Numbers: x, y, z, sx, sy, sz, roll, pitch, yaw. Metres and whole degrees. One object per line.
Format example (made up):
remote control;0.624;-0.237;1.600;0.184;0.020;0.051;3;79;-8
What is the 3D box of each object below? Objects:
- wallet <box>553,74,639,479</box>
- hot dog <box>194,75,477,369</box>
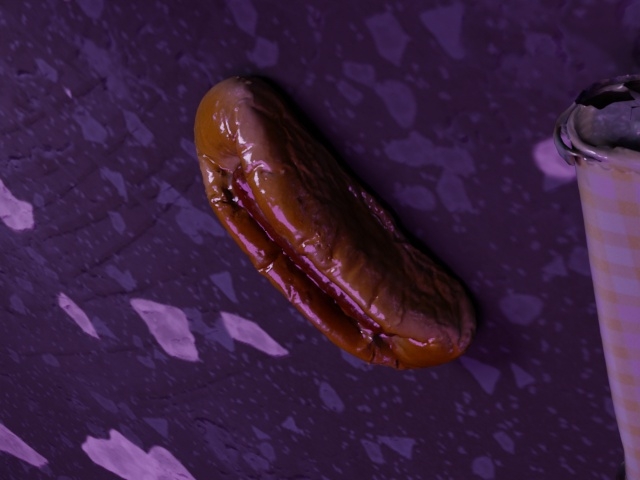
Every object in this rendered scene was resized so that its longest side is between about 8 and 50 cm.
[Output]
wallet;0.243;0.062;0.625;0.223;0.077;0.309;11;141;32
hot dog;0.000;0.000;0.797;0.242;0.073;0.084;47;139;-8
